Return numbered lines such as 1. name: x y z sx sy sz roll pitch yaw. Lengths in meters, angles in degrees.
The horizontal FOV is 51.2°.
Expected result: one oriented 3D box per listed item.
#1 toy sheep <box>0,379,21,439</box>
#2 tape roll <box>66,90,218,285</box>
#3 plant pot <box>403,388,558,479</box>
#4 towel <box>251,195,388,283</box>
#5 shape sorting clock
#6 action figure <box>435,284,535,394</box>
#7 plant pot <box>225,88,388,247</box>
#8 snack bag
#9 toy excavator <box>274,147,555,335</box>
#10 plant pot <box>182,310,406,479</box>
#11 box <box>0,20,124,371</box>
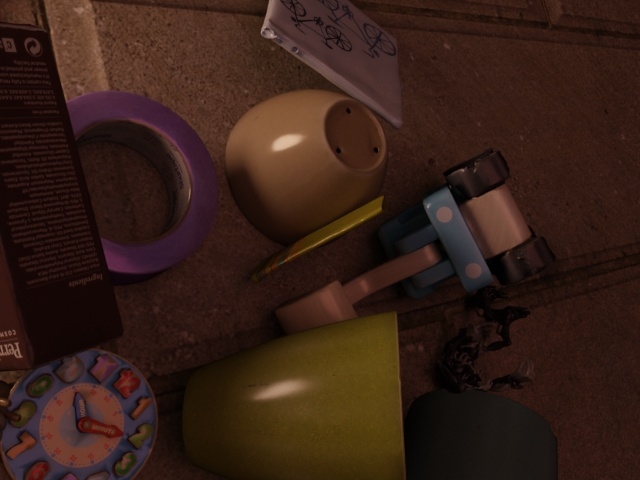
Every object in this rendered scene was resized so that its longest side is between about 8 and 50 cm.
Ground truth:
1. toy sheep: -0.423 0.224 0.804 0.091 0.091 0.132 43 44 -16
2. tape roll: -0.293 -0.076 0.983 0.275 0.090 0.274 10 71 -32
3. plant pot: 0.227 0.440 1.054 0.341 0.341 0.334 37 51 -20
4. towel: 0.000 0.000 1.064 0.021 0.237 0.102 59 15 -10
5. shape sorting clock: -0.319 0.248 0.897 0.206 0.040 0.206 11 70 -31
6. action figure: 0.317 0.215 1.282 0.164 0.141 0.275 43 53 -18
7. plant pot: 0.006 -0.145 1.146 0.284 0.191 0.284 11 69 -32
8. snack bag: 0.034 -0.375 1.260 0.323 0.037 0.342 31 38 -25
9. toy excavator: 0.166 0.037 1.200 0.222 0.445 0.433 62 12 -2
10. plant pot: -0.032 0.241 0.938 0.294 0.275 0.274 -3 74 6
11. box: -0.387 -0.041 0.796 0.143 0.191 0.381 -20 97 -56
